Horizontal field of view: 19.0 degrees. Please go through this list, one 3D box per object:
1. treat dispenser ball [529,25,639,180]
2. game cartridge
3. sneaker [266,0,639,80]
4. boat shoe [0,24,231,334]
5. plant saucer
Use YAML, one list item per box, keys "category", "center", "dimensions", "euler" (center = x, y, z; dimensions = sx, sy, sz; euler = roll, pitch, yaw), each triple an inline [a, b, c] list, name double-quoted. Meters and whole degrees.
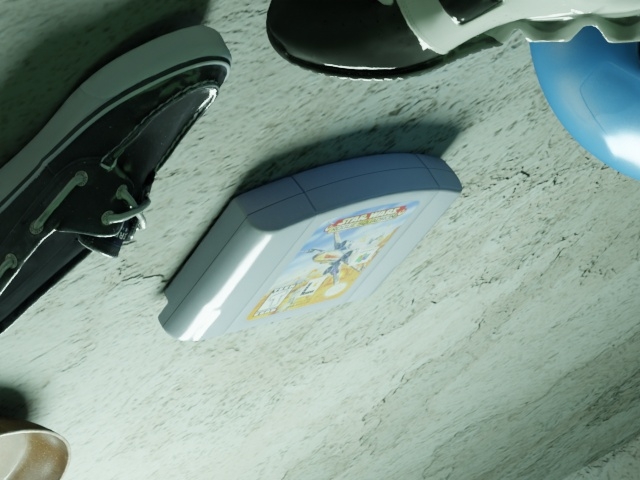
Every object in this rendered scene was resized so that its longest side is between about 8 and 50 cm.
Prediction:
- category: "treat dispenser ball"
  center: [0.315, -0.183, 1.577]
  dimensions: [0.288, 0.288, 0.288]
  euler: [-30, 159, -13]
- category: "game cartridge"
  center: [0.000, 0.000, 1.834]
  dimensions: [0.297, 0.062, 0.198]
  euler: [-13, 154, -45]
- category: "sneaker"
  center: [0.115, -0.212, 1.384]
  dimensions: [0.331, 0.122, 0.146]
  euler: [-10, 143, 5]
- category: "boat shoe"
  center: [-0.171, -0.034, 1.418]
  dimensions: [0.301, 0.102, 0.108]
  euler: [-38, 159, 10]
- category: "plant saucer"
  center: [-0.383, 0.256, 1.811]
  dimensions: [0.311, 0.050, 0.310]
  euler: [-31, 160, -13]
